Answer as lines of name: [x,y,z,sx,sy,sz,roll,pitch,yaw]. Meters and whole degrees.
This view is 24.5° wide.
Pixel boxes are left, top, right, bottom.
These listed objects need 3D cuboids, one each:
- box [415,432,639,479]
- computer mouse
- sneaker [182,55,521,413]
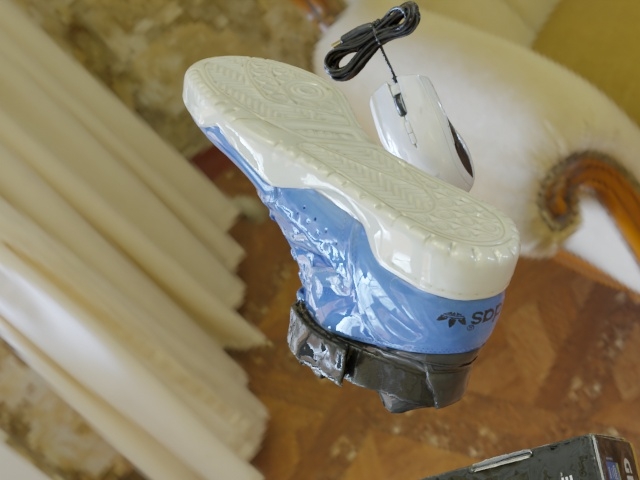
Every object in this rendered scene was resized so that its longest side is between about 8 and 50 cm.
box: [0.120,0.317,1.008,0.257,0.079,0.322,-22,68,29]
computer mouse: [0.084,-0.116,1.373,0.106,0.193,0.042,-25,12,21]
sneaker: [-0.001,0.000,0.515,0.058,0.085,0.152,-20,45,-42]
